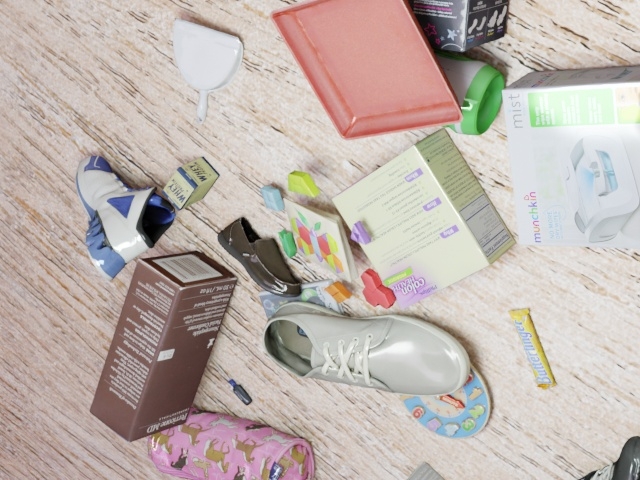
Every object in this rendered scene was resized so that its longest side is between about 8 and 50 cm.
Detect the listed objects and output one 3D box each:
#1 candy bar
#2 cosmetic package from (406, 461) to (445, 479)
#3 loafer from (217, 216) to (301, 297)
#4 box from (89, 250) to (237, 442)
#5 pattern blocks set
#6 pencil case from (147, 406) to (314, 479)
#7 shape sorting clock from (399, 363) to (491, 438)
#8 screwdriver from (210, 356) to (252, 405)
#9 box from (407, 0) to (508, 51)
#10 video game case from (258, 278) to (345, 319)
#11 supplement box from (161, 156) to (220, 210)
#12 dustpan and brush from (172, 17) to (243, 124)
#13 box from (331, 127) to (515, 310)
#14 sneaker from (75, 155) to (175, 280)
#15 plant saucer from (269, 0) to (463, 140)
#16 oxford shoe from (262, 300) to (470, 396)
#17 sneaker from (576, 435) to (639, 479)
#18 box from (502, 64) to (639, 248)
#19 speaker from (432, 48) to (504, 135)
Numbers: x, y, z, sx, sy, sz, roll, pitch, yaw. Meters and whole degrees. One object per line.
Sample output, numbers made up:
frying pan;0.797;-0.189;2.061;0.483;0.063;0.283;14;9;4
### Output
candy bar;0.382;0.195;1.794;0.040;0.018;0.161;-16;100;38
cosmetic package;0.247;0.578;1.989;0.238;0.127;0.107;38;126;13
loafer;-0.117;0.032;2.023;0.220;0.080;0.078;40;110;17
box;-0.338;0.224;2.134;0.143;0.191;0.381;32;112;27
pattern blocks set;0.000;0.000;1.876;0.325;0.026;0.285;9;127;58
pencil case;-0.206;0.481;2.230;0.386;0.167;0.160;9;104;34
shape sorting clock;0.233;0.295;1.927;0.206;0.040;0.206;14;117;29
screwdriver;-0.213;0.305;2.254;0.170;0.024;0.025;49;158;9
box;0.158;-0.398;1.591;0.247;0.163;0.142;16;117;29
video game case;-0.027;0.173;2.064;0.190;0.022;0.173;-11;103;38
supplement box;-0.268;-0.118;2.062;0.056;0.083;0.083;47;129;8
dustpan and brush;-0.230;-0.322;1.971;0.147;0.060;0.211;20;115;12
box;0.181;-0.036;1.767;0.213;0.117;0.243;-33;89;40
sneaker;-0.405;-0.067;2.122;0.182;0.315;0.127;-25;137;4
plant saucer;0.079;-0.286;1.572;0.259;0.047;0.258;-4;128;44
oxford shoe;0.071;0.219;1.915;0.449;0.130;0.169;10;112;32
sneaker;0.489;0.471;1.776;0.146;0.122;0.330;22;121;23
box;0.423;-0.131;1.555;0.231;0.127;0.262;3;113;32
speaker;0.152;-0.272;1.676;0.296;0.131;0.131;23;122;25
